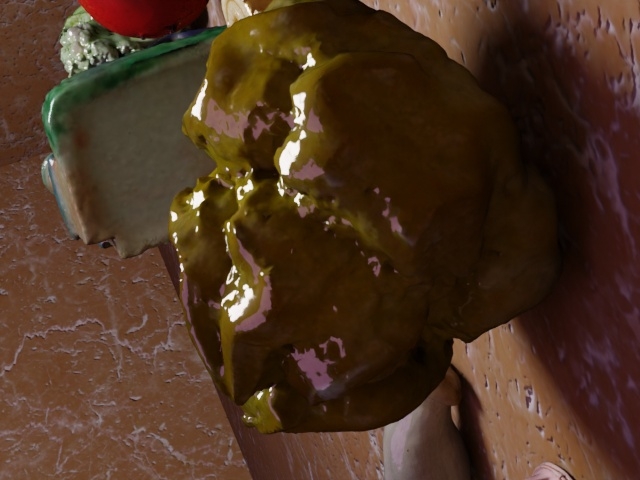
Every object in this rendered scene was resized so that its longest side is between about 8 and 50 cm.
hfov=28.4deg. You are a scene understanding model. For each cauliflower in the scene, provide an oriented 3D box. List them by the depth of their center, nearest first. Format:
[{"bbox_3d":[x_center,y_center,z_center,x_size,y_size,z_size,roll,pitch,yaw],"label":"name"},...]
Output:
[{"bbox_3d":[-0.264,-0.317,1.912,0.315,0.256,0.239,-39,63,45],"label":"cauliflower"}]

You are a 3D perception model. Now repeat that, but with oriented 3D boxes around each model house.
[{"bbox_3d":[-0.215,-0.144,1.648,0.280,0.312,0.245,-144,34,-66],"label":"model house"}]

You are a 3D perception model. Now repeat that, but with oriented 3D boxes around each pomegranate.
[{"bbox_3d":[-0.226,-0.375,1.632,0.210,0.210,0.235,97,-179,-63],"label":"pomegranate"}]

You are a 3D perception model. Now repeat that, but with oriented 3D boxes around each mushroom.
[{"bbox_3d":[0.107,0.206,1.279,0.097,0.088,0.212,-62,-30,-60],"label":"mushroom"}]

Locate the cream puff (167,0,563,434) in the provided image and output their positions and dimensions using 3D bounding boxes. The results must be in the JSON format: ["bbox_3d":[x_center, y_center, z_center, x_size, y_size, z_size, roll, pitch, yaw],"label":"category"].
[{"bbox_3d":[0.000,-0.001,0.911,0.291,0.257,0.324,42,167,3],"label":"cream puff"}]

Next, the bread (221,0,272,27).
[{"bbox_3d":[-0.045,-0.218,1.367,0.122,0.073,0.149,8,118,70],"label":"bread"}]

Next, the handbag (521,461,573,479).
[{"bbox_3d":[0.171,0.289,1.041,0.179,0.116,0.205,-156,50,-72],"label":"handbag"}]
